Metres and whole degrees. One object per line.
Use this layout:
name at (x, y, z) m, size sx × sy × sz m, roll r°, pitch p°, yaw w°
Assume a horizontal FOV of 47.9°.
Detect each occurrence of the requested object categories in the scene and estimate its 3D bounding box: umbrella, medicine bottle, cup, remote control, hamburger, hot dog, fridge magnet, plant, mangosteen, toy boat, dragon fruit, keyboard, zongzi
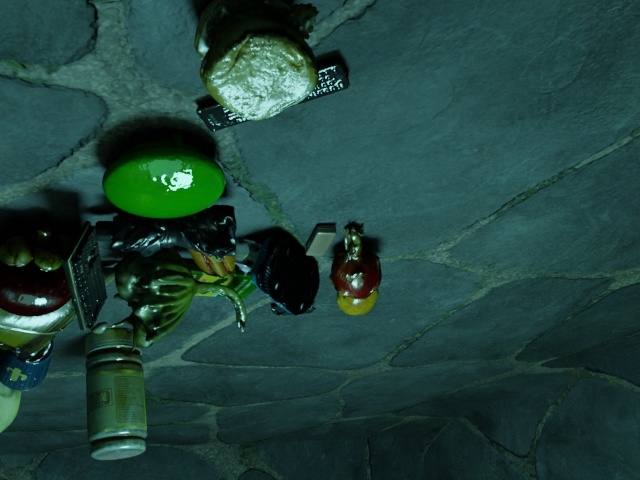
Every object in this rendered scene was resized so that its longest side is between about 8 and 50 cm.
umbrella at (-0.293, -0.017, 1.378) m, size 0.273 × 0.122 × 0.110 m, roll -1°, pitch 129°, yaw 2°
medicine bottle at (-0.549, 0.411, 1.931) m, size 0.151 × 0.322 × 0.151 m, roll -9°, pitch 154°, yaw -4°
cup at (-0.777, 0.290, 1.857) m, size 0.177 × 0.131 × 0.155 m, roll 29°, pitch 137°, yaw -15°
remote control at (-0.075, -0.227, 1.128) m, size 0.245 × 0.025 × 0.063 m, roll -15°, pitch 153°, yaw 12°
hamburger at (-0.081, -0.259, 0.954) m, size 0.185 × 0.131 × 0.159 m, roll -27°, pitch 142°, yaw 18°
hot dog at (-0.238, 0.019, 1.536) m, size 0.092 × 0.062 × 0.235 m, roll -9°, pitch 154°, yaw 6°
fridge magnet at (-0.269, -0.103, 1.243) m, size 0.208 × 0.088 × 0.208 m, roll -8°, pitch 154°, yaw -4°
plant at (-0.307, 0.097, 1.573) m, size 0.333 × 0.180 × 0.251 m, roll -12°, pitch 124°, yaw -53°
mangosteen at (-0.549, 0.051, 1.388) m, size 0.200 × 0.199 × 0.200 m, roll -8°, pitch 154°, yaw -4°
toy boat at (-0.096, 0.079, 1.678) m, size 0.092 × 0.134 × 0.299 m, roll 17°, pitch 165°, yaw 24°
dragon fruit at (0.080, 0.049, 1.674) m, size 0.126 × 0.125 × 0.246 m, roll 3°, pitch 138°, yaw 5°
keyboard at (-0.459, 0.083, 1.417) m, size 0.027 × 0.106 × 0.317 m, roll 21°, pitch 149°, yaw 0°
zongzi at (-0.621, 0.090, 1.507) m, size 0.318 × 0.154 × 0.289 m, roll -38°, pitch 143°, yaw 5°

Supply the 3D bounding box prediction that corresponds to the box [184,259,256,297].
box at (-0.258, 0.094, 1.713) m, size 0.235 × 0.034 × 0.132 m, roll 6°, pitch 151°, yaw -31°

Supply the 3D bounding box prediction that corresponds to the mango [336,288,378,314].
mango at (0.096, 0.149, 1.897) m, size 0.115 × 0.089 × 0.165 m, roll -15°, pitch 159°, yaw -10°

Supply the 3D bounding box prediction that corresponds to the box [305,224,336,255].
box at (0.000, 0.000, 1.621) m, size 0.048 × 0.025 × 0.115 m, roll 3°, pitch 152°, yaw -15°

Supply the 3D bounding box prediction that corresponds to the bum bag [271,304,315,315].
bum bag at (-0.074, 0.186, 1.967) m, size 0.125 × 0.034 × 0.058 m, roll -1°, pitch 162°, yaw -17°

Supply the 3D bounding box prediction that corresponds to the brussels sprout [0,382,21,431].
brussels sprout at (-0.950, 0.417, 1.928) m, size 0.317 × 0.242 × 0.274 m, roll -31°, pitch 123°, yaw 30°
